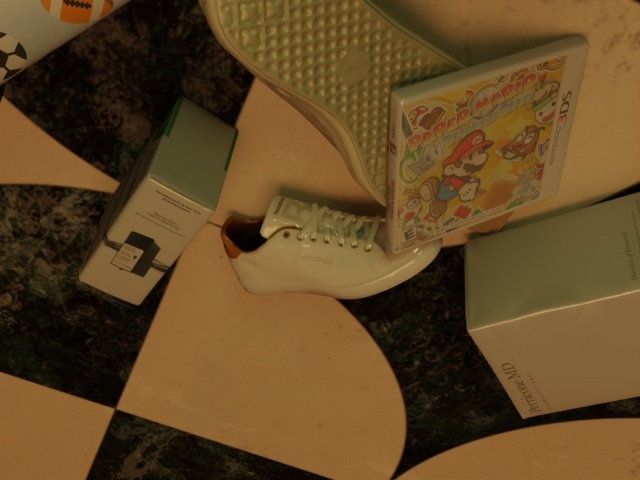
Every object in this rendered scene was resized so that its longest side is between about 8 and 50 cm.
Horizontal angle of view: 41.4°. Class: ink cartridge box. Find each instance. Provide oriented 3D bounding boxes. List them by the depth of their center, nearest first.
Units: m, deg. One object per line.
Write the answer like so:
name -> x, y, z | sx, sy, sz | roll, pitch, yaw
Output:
ink cartridge box -> -0.195, -0.043, 1.012 | 0.086, 0.153, 0.208 | 29, 132, -19

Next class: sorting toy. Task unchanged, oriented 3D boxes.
sorting toy -> 0.206, -0.042, 1.044 | 0.062, 0.012, 0.083 | 18, 133, -11

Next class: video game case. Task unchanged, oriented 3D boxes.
video game case -> 0.174, -0.098, 0.907 | 0.226, 0.026, 0.206 | -19, 136, -17

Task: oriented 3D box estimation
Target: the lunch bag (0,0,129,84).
lunch bag -> -0.336, -0.321, 0.652 | 0.327, 0.239, 0.385 | -33, 122, 4

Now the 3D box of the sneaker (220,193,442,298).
sneaker -> 0.000, 0.000, 1.040 | 0.290, 0.106, 0.123 | -8, 129, 27

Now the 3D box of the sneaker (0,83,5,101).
sneaker -> -0.550, -0.277, 0.876 | 0.257, 0.169, 0.447 | -10, 132, 36

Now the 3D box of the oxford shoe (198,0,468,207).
oxford shoe -> 0.043, -0.166, 0.885 | 0.169, 0.130, 0.449 | -48, 130, 8

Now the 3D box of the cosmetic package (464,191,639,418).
cosmetic package -> 0.386, 0.067, 1.018 | 0.384, 0.156, 0.217 | -20, 130, 24
